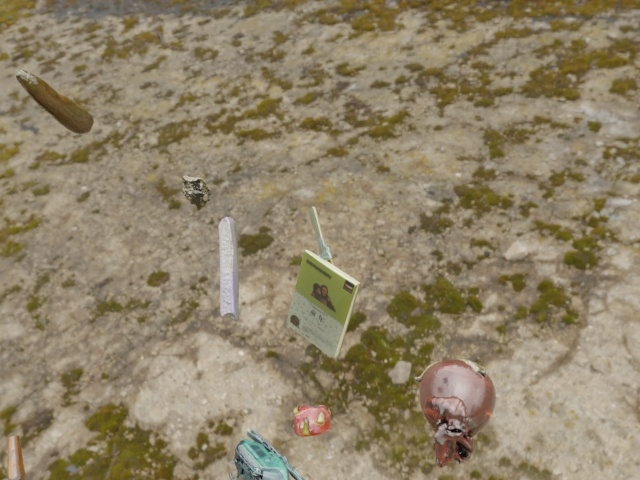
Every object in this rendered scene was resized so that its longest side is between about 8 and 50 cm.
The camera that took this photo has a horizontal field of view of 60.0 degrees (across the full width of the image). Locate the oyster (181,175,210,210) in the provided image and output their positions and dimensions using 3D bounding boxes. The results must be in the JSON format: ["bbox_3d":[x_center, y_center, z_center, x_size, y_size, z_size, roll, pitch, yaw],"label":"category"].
[{"bbox_3d":[-0.429,-0.158,1.914,0.103,0.148,0.051,2,52,14],"label":"oyster"}]

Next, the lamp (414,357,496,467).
[{"bbox_3d":[0.271,0.316,1.085,0.151,0.215,0.223,-16,41,7],"label":"lamp"}]

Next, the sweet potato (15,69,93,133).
[{"bbox_3d":[-0.666,-0.342,1.410,0.075,0.273,0.075,-2,77,10],"label":"sweet potato"}]

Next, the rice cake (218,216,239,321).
[{"bbox_3d":[-0.346,0.107,2.086,0.064,0.070,0.399,-6,79,11],"label":"rice cake"}]

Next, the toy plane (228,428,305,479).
[{"bbox_3d":[-0.079,0.406,0.949,0.096,0.060,0.235,-4,25,-45],"label":"toy plane"}]

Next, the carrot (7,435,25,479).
[{"bbox_3d":[-0.595,0.430,1.083,0.032,0.032,0.093,-17,66,-7],"label":"carrot"}]

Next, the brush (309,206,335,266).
[{"bbox_3d":[0.000,0.000,2.204,0.020,0.085,0.336,7,50,-30],"label":"brush"}]

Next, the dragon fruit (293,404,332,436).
[{"bbox_3d":[-0.023,0.369,1.139,0.083,0.060,0.056,-4,89,22],"label":"dragon fruit"}]

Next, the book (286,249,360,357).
[{"bbox_3d":[0.000,0.230,1.953,0.239,0.352,0.035,32,37,26],"label":"book"}]
